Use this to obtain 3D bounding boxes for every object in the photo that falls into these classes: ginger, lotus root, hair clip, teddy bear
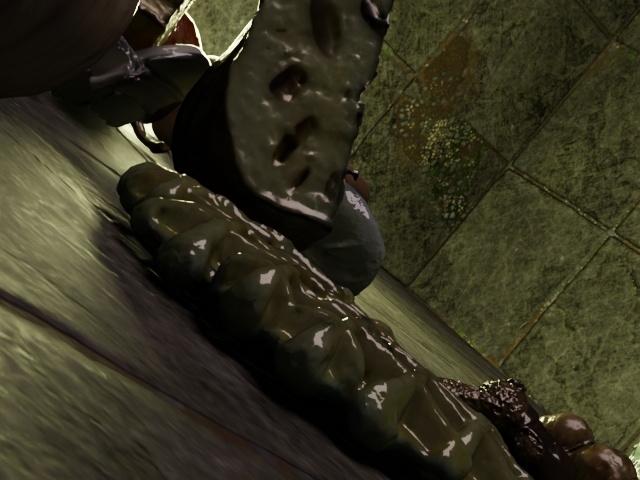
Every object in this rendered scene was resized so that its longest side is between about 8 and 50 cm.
[{"bbox_3d":[0.324,0.276,1.438,0.204,0.080,0.104,44,10,38],"label":"ginger"},{"bbox_3d":[-0.056,-0.128,1.202,0.149,0.267,0.260,21,-16,-16],"label":"lotus root"},{"bbox_3d":[-0.178,-0.152,1.215,0.220,0.140,0.054,22,47,-78],"label":"hair clip"},{"bbox_3d":[0.165,0.163,1.109,0.160,0.078,0.119,38,-1,-2],"label":"teddy bear"}]

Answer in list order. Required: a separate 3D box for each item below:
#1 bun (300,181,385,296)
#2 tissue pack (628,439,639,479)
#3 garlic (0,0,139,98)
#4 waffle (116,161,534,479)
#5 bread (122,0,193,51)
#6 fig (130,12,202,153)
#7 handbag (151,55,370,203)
[{"bbox_3d":[0.000,0.000,1.311,0.141,0.083,0.141,36,-42,40],"label":"bun"},{"bbox_3d":[0.516,0.396,1.559,0.311,0.128,0.228,39,4,2],"label":"tissue pack"},{"bbox_3d":[-0.223,-0.211,0.623,0.322,0.241,0.322,18,8,-3],"label":"garlic"},{"bbox_3d":[0.005,0.062,0.795,0.309,0.056,0.292,39,2,-33],"label":"waffle"},{"bbox_3d":[-0.250,-0.267,1.253,0.239,0.111,0.246,36,-23,-8],"label":"bread"},{"bbox_3d":[-0.217,-0.197,1.459,0.148,0.202,0.149,5,-4,11],"label":"fig"},{"bbox_3d":[-0.089,-0.120,1.686,0.302,0.149,0.283,42,0,10],"label":"handbag"}]
